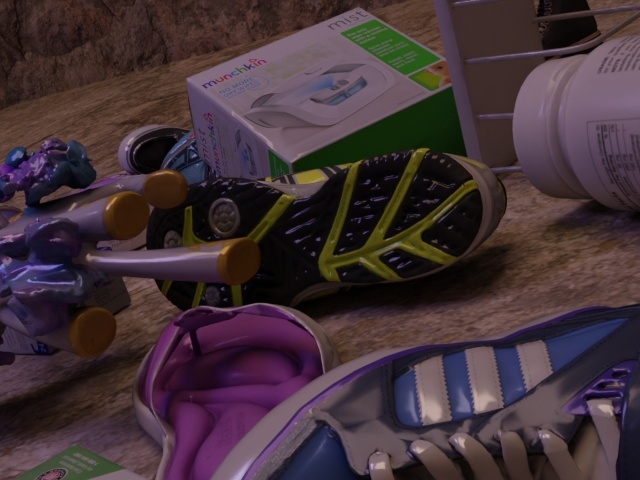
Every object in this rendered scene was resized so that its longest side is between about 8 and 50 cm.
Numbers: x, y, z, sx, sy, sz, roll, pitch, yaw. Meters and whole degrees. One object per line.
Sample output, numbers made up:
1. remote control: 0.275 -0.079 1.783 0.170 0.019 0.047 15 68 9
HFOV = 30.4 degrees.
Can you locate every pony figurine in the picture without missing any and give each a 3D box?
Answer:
1. pony figurine: -0.294 0.027 1.054 0.363 0.302 0.351 0 18 38

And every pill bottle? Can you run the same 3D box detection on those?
1. pill bottle: 0.316 -0.104 1.020 0.160 0.160 0.283 -29 20 -34

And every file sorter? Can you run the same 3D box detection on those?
1. file sorter: 0.257 -0.228 1.304 0.173 0.277 0.193 1 24 39

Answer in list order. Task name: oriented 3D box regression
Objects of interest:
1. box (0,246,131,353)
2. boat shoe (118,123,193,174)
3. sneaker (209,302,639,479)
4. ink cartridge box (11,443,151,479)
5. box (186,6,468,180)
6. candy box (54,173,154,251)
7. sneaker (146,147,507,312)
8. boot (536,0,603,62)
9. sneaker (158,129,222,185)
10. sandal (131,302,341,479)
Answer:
1. box: -0.304 0.065 1.294 0.137 0.072 0.126 -5 20 40
2. boat shoe: -0.186 -0.125 1.732 0.228 0.080 0.076 2 7 -44
3. sneaker: 0.118 0.115 0.555 0.323 0.130 0.236 -20 11 -25
4. ink cartridge box: -0.180 0.211 0.635 0.212 0.093 0.154 -26 17 -30
5. box: 0.013 -0.144 1.402 0.262 0.126 0.231 -27 45 -23
6. candy box: -0.290 -0.031 1.602 0.165 0.070 0.196 -27 18 -31
7. sneaker: 0.000 0.000 1.128 0.385 0.145 0.147 -5 0 32
8. boot: 0.337 -0.337 1.819 0.198 0.137 0.077 -27 18 -27
9. sneaker: -0.105 -0.111 1.612 0.262 0.104 0.125 -16 18 6
10. sandal: -0.063 0.096 0.872 0.169 0.102 0.416 -20 16 -8
